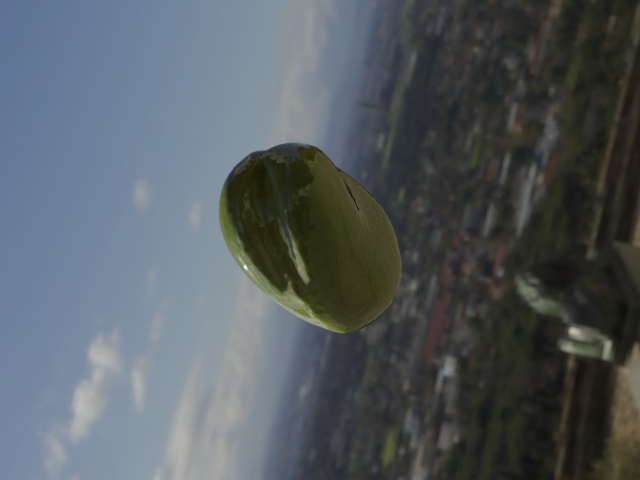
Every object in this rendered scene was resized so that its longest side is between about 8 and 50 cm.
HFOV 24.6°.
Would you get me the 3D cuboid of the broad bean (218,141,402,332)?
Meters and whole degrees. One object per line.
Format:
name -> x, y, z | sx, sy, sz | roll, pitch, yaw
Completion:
broad bean -> 0.000, 0.000, 0.523 | 0.083, 0.045, 0.063 | 40, -141, -45
